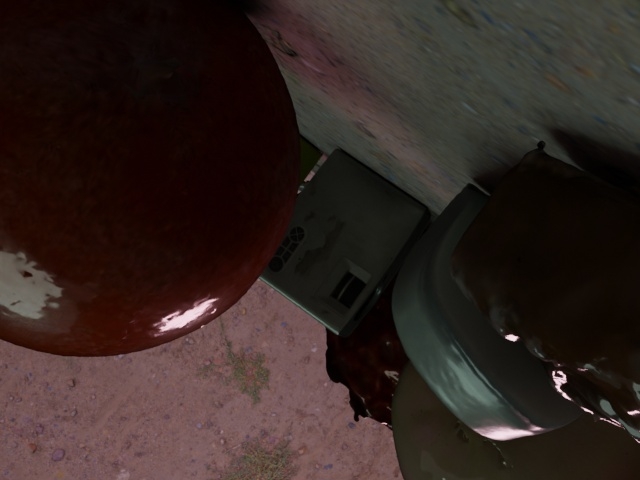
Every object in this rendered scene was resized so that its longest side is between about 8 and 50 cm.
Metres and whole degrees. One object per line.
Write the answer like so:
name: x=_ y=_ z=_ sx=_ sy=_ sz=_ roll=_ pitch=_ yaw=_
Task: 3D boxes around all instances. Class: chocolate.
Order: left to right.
chocolate: x=0.165 y=0.054 z=0.456 sx=0.214 sy=0.093 sz=0.148 roll=37 pitch=180 yaw=-33

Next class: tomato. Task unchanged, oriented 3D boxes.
tomato: x=-0.136 y=-0.059 z=0.654 sx=0.265 sy=0.265 sz=0.265 roll=36 pitch=178 yaw=1

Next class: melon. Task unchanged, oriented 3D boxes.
melon: x=0.177 y=0.157 z=0.845 sx=0.223 sy=0.223 sz=0.317 roll=35 pitch=176 yaw=29

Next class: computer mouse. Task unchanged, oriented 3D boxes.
computer mouse: x=0.115 y=0.030 z=0.597 sx=0.128 sy=0.079 sz=0.231 roll=51 pitch=-154 yaw=-5

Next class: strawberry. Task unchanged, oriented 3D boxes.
strawberry: x=0.137 y=0.082 z=1.099 sx=0.253 sy=0.150 sz=0.280 roll=27 pitch=-146 yaw=-26

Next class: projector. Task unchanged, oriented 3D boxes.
projector: x=0.021 y=0.004 z=1.003 sx=0.115 sy=0.147 sz=0.061 roll=35 pitch=179 yaw=17

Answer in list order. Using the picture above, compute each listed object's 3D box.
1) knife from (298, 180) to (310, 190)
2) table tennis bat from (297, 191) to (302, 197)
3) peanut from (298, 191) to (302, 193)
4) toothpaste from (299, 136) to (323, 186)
knife: x=-0.021 y=-0.067 z=1.301 sx=0.210 sy=0.015 sz=0.028 roll=15 pitch=152 yaw=29
table tennis bat: x=0.000 y=0.000 z=1.199 sx=0.220 sy=0.019 sz=0.130 roll=-61 pitch=-50 yaw=-70
peanut: x=0.041 y=0.012 z=1.351 sx=0.257 sy=0.123 sz=0.123 roll=35 pitch=178 yaw=41
toothpaste: x=-0.106 y=-0.102 z=1.250 sx=0.077 sy=0.110 sz=0.327 roll=35 pitch=179 yaw=-24
